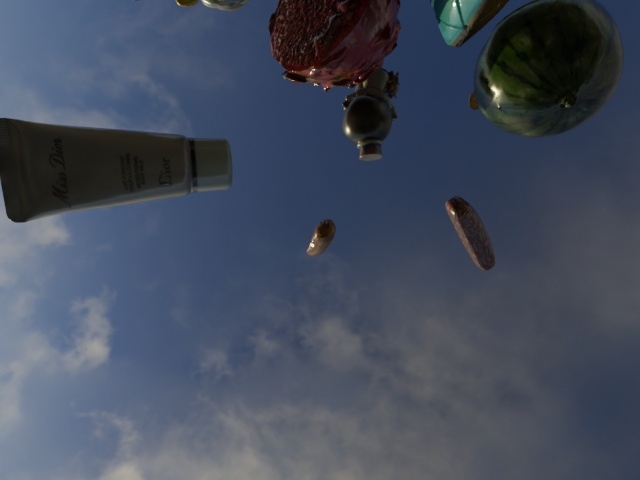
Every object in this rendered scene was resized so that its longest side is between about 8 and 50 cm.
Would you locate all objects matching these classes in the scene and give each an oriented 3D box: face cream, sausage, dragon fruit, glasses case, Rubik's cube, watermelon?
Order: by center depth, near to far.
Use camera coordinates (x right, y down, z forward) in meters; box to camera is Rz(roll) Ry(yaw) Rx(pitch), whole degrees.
[{"bbox_3d":[-0.290,-0.108,0.672,0.089,0.314,0.143,-139,-134,-67],"label":"face cream"},{"bbox_3d":[0.293,-0.552,0.885,0.254,0.254,0.255,-7,-104,28],"label":"Rubik's cube"},{"bbox_3d":[0.318,-0.018,0.952,0.049,0.194,0.073,-32,-146,8],"label":"glasses case"},{"bbox_3d":[0.527,-0.378,1.047,0.330,0.331,0.189,-31,-158,20],"label":"watermelon"},{"bbox_3d":[0.000,0.000,1.141,0.062,0.183,0.054,-31,-104,-27],"label":"sausage"},{"bbox_3d":[0.059,-0.558,1.151,0.370,0.248,0.387,-15,-113,40],"label":"dragon fruit"}]

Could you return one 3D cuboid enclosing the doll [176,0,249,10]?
[{"bbox_3d":[-0.141,-0.399,0.676,0.145,0.103,0.316,-29,-151,17],"label":"doll"}]

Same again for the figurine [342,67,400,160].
[{"bbox_3d":[0.139,-0.361,1.308,0.160,0.158,0.276,14,-113,1],"label":"figurine"}]

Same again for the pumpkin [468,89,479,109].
[{"bbox_3d":[0.437,-0.399,1.253,0.083,0.050,0.028,-40,-151,6],"label":"pumpkin"}]
